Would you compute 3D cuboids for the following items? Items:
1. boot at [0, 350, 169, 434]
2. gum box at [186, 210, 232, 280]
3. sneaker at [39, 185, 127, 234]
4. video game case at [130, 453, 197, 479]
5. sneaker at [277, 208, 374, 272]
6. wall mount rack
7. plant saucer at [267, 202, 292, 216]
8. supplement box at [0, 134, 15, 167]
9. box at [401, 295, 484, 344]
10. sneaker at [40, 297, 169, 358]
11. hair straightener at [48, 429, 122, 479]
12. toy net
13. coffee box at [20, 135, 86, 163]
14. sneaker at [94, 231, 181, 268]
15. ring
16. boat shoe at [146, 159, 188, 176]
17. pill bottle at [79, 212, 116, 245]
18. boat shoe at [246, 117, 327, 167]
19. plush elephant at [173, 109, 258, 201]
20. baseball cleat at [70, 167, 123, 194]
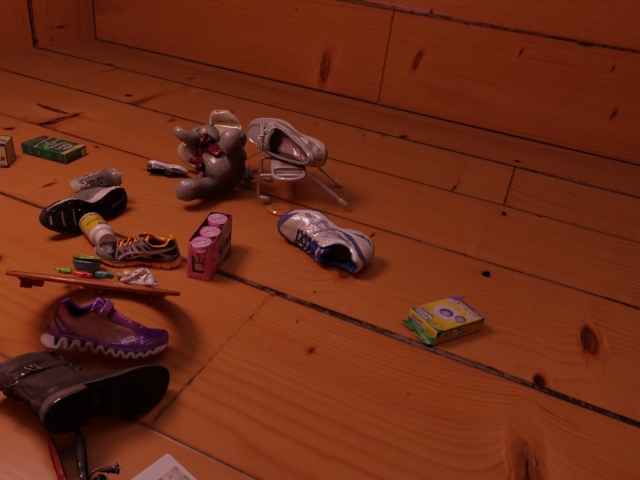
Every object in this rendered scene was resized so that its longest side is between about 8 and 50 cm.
[{"bbox_3d":[-0.436,0.244,0.953,0.229,0.091,0.263,13,8,38],"label":"boot"},{"bbox_3d":[-0.288,0.014,1.383,0.062,0.107,0.188,11,30,4],"label":"gum box"},{"bbox_3d":[-0.675,-0.088,1.494,0.108,0.100,0.271,10,22,22],"label":"sneaker"},{"bbox_3d":[-0.227,0.430,0.743,0.227,0.026,0.206,27,35,30],"label":"video game case"},{"bbox_3d":[0.000,0.000,1.478,0.297,0.111,0.131,17,31,17],"label":"sneaker"},{"bbox_3d":[-0.062,-0.213,1.824,0.305,0.130,0.350,2,26,-4],"label":"wall mount rack"},{"bbox_3d":[-0.132,-0.103,1.725,0.084,0.013,0.083,6,30,-4],"label":"plant saucer"},{"bbox_3d":[-1.060,-0.296,1.760,0.056,0.083,0.083,0,31,-12],"label":"supplement box"},{"bbox_3d":[0.293,0.192,1.282,0.179,0.043,0.105,-12,34,-29],"label":"box"},{"bbox_3d":[-0.418,0.168,1.048,0.237,0.104,0.095,10,4,-15],"label":"sneaker"},{"bbox_3d":[-0.342,0.354,0.791,0.089,0.047,0.230,-16,25,-29],"label":"hair straightener"},{"bbox_3d":[-0.492,0.070,1.247,0.233,0.045,0.122,8,-2,10],"label":"toy net"},{"bbox_3d":[-0.946,-0.326,1.886,0.184,0.040,0.113,15,30,13],"label":"coffee box"},{"bbox_3d":[-0.466,0.017,1.358,0.215,0.083,0.084,2,31,-8],"label":"sneaker"},{"bbox_3d":[-0.465,0.099,1.103,0.337,0.032,0.336,8,-6,1],"label":"ring"},{"bbox_3d":[-0.533,-0.241,1.844,0.142,0.049,0.040,13,64,-5],"label":"boat shoe"},{"bbox_3d":[-0.592,-0.023,1.416,0.065,0.065,0.116,-18,39,-38],"label":"pill bottle"},{"bbox_3d":[-0.128,-0.322,1.748,0.321,0.118,0.103,30,26,25],"label":"boat shoe"},{"bbox_3d":[-0.370,-0.296,1.751,0.255,0.272,0.330,44,14,13],"label":"plush elephant"},{"bbox_3d":[-0.691,-0.171,1.622,0.206,0.072,0.109,-3,25,43],"label":"baseball cleat"}]
